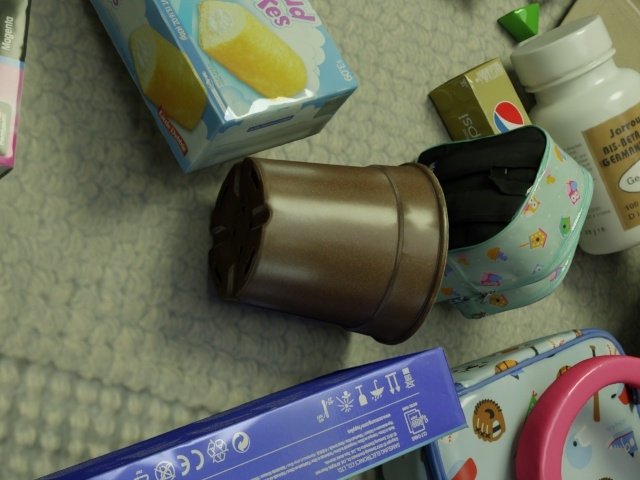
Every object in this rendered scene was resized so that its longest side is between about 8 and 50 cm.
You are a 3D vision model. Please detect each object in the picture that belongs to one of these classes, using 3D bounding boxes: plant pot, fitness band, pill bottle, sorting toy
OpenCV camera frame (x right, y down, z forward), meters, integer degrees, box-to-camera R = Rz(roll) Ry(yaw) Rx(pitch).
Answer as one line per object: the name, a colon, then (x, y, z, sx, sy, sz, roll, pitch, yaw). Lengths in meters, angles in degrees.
plant pot: (0.000, 0.000, 1.153, 0.165, 0.167, 0.167, 9, 71, -26)
fitness band: (0.302, 0.237, 1.196, 0.291, 0.054, 0.209, 47, 71, -15)
pill bottle: (0.292, -0.113, 1.387, 0.131, 0.131, 0.229, -34, 104, -37)
sorting toy: (0.336, -0.190, 1.509, 0.347, 0.047, 0.196, 44, 63, -14)

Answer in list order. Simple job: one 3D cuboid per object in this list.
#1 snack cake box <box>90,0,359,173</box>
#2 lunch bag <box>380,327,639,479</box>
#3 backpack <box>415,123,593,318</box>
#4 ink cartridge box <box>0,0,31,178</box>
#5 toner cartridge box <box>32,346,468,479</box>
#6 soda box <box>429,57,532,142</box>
snack cake box: (-0.102, -0.204, 1.142, 0.152, 0.089, 0.264, -21, 75, -36)
lunch bag: (0.205, 0.224, 1.257, 0.303, 0.115, 0.243, -15, 88, -36)
backpack: (0.168, -0.019, 1.251, 0.144, 0.188, 0.166, 40, 57, -20)
ink cartridge box: (-0.401, -0.165, 0.976, 0.371, 0.069, 0.176, 12, 70, -30)
toner cartridge box: (-0.064, 0.175, 1.048, 0.348, 0.165, 0.075, -16, 86, -36)
soda box: (0.188, -0.093, 1.366, 0.058, 0.061, 0.181, -30, 95, -37)
